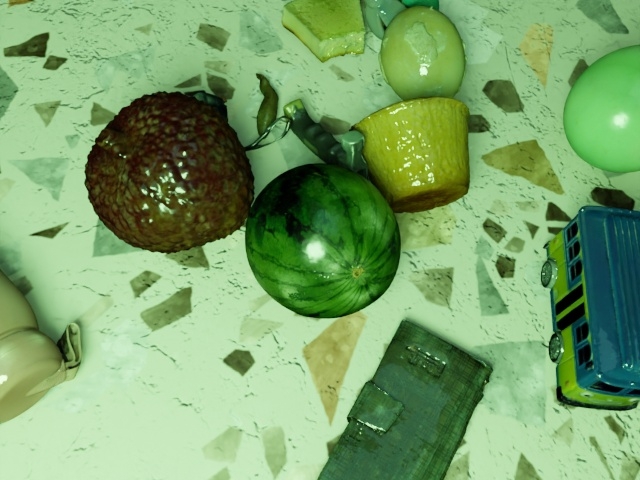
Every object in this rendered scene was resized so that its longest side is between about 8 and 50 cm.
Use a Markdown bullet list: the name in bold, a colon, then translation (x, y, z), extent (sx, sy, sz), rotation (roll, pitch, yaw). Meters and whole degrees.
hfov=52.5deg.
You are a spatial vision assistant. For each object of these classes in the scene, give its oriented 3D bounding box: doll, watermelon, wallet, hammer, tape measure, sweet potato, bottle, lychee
- **doll**: translation (0.131, -0.532, 1.306), extent (0.258, 0.153, 0.195), rotation (49, 45, -28)
- **watermelon**: translation (0.003, 0.001, 0.990), extent (0.242, 0.242, 0.242), rotation (3, 64, -5)
- **wallet**: translation (0.126, 0.283, 0.972), extent (0.169, 0.044, 0.317), rotation (29, 64, 10)
- **hammer**: translation (0.009, -0.167, 1.147), extent (0.041, 0.159, 0.226), rotation (-28, 51, -19)
- **tape measure**: translation (-0.154, -0.208, 1.172), extent (0.180, 0.104, 0.107), rotation (-2, 52, -25)
- **sweet potato**: translation (-0.100, -0.253, 1.216), extent (0.041, 0.038, 0.153), rotation (12, 59, -26)
- **bottle**: translation (-0.491, 0.112, 0.925), extent (0.297, 0.173, 0.206), rotation (41, 33, 14)
- **lychee**: translation (-0.232, -0.100, 1.018), extent (0.260, 0.260, 0.260), rotation (3, 64, -5)

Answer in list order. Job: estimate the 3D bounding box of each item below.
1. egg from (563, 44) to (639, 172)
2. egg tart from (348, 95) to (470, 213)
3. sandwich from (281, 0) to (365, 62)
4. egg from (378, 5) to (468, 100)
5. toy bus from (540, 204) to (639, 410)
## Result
- **egg**: translation (0.572, -0.242, 1.183), extent (0.269, 0.220, 0.220), rotation (-32, 71, -18)
- **egg tart**: translation (0.161, -0.147, 1.108), extent (0.215, 0.215, 0.171), rotation (-7, 76, -10)
- **sandwich**: translation (0.042, -0.450, 1.320), extent (0.193, 0.058, 0.162), rotation (-37, 75, -23)
- **egg**: translation (0.192, -0.344, 1.229), extent (0.164, 0.164, 0.201), rotation (-12, 76, -12)
- **toy bus**: translation (0.452, 0.108, 1.022), extent (0.138, 0.175, 0.288), rotation (7, 63, -4)
